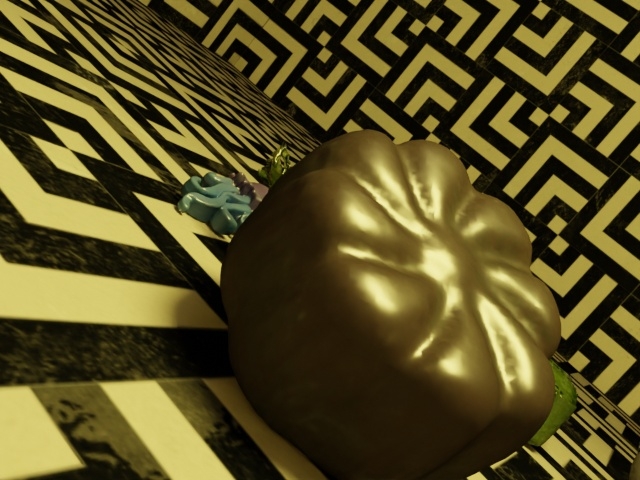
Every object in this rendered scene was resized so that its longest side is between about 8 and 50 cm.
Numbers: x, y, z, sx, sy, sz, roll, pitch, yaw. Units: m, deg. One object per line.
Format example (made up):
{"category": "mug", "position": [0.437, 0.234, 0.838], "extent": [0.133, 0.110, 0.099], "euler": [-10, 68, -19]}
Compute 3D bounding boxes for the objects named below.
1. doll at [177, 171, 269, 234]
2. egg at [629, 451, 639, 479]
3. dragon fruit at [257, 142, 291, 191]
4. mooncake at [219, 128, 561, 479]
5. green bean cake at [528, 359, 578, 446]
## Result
{"category": "doll", "position": [-0.111, -0.046, 0.950], "extent": [0.205, 0.067, 0.110], "euler": [1, 52, -58]}
{"category": "egg", "position": [0.616, 0.423, 1.304], "extent": [0.146, 0.146, 0.198], "euler": [43, 3, 17]}
{"category": "dragon fruit", "position": [0.004, 0.000, 0.841], "extent": [0.137, 0.135, 0.236], "euler": [5, 59, -50]}
{"category": "mooncake", "position": [0.066, 0.047, 0.628], "extent": [0.306, 0.154, 0.306], "euler": [24, 43, -25]}
{"category": "green bean cake", "position": [0.308, 0.215, 1.192], "extent": [0.200, 0.113, 0.214], "euler": [46, 11, 18]}
